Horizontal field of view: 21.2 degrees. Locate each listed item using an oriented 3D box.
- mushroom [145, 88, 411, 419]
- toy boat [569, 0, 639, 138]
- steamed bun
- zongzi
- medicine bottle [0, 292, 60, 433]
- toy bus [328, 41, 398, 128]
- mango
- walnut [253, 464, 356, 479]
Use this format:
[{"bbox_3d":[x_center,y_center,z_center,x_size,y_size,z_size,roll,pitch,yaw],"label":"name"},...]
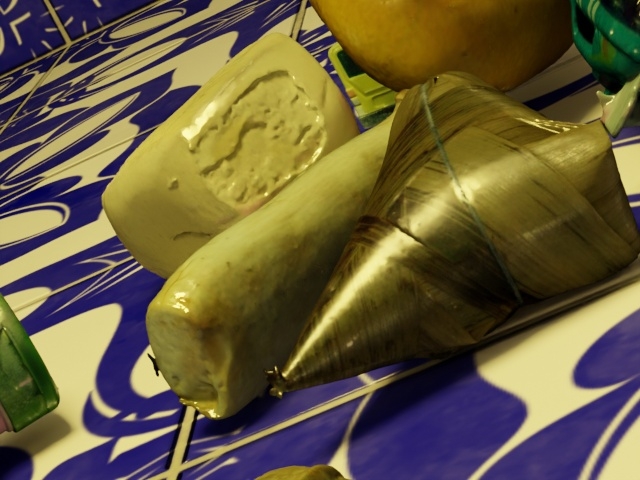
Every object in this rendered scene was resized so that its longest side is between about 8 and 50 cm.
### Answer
[{"bbox_3d":[0.000,0.000,1.141,0.081,0.100,0.312,-6,26,44],"label":"mushroom"},{"bbox_3d":[0.220,-0.123,1.181,0.092,0.134,0.299,-60,6,14],"label":"toy boat"},{"bbox_3d":[-0.059,-0.042,1.294,0.170,0.152,0.238,-45,4,-23],"label":"steamed bun"},{"bbox_3d":[0.047,-0.004,1.047,0.242,0.112,0.221,-30,25,-7],"label":"zongzi"},{"bbox_3d":[-0.317,0.137,1.160,0.274,0.133,0.133,-33,18,-17],"label":"medicine bottle"},{"bbox_3d":[0.088,-0.182,1.551,0.088,0.101,0.175,-18,20,37],"label":"toy bus"},{"bbox_3d":[0.096,-0.213,1.349,0.182,0.253,0.365,-57,7,34],"label":"mango"},{"bbox_3d":[-0.006,0.141,0.770,0.092,0.092,0.092,-25,17,8],"label":"walnut"}]
